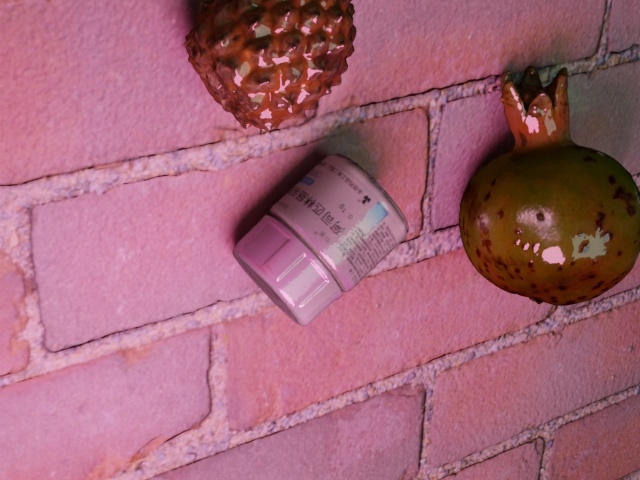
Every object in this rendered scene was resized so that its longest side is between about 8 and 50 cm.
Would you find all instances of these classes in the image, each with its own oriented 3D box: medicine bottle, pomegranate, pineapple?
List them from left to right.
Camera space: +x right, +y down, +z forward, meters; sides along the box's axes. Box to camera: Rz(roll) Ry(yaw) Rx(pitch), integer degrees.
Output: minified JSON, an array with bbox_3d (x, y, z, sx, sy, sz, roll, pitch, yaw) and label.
[{"bbox_3d":[-0.033,-0.207,1.147,0.193,0.166,0.166,-39,131,-11],"label":"pineapple"},{"bbox_3d":[0.000,0.000,1.300,0.168,0.135,0.135,-44,132,-8],"label":"medicine bottle"},{"bbox_3d":[0.295,-0.056,1.419,0.231,0.231,0.285,-10,121,-32],"label":"pomegranate"}]
